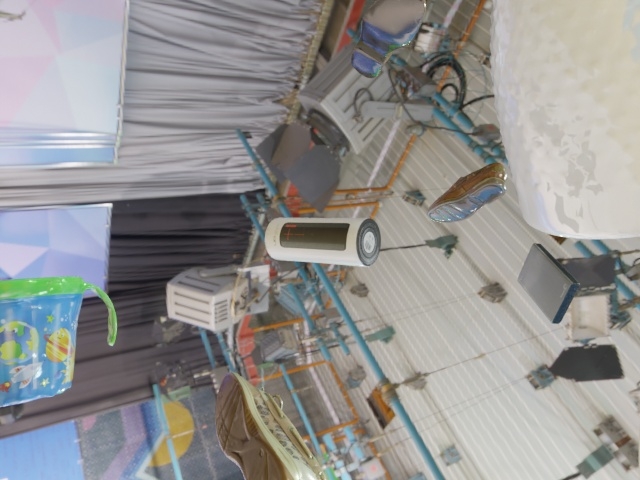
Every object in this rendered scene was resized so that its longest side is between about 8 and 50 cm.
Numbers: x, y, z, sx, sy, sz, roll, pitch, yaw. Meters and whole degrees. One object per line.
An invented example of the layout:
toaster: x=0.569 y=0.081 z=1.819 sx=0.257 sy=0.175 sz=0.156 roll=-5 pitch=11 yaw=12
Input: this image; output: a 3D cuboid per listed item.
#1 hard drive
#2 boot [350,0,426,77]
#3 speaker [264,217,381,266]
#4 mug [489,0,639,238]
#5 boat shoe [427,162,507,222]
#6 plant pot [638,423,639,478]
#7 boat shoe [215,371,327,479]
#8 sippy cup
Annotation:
hard drive: x=0.434 y=0.080 z=0.919 sx=0.135 sy=0.022 sz=0.094 roll=-105 pitch=-159 yaw=-57
boot: x=0.159 y=-0.488 z=1.074 sx=0.115 sy=0.112 sz=0.305 roll=-56 pitch=-172 yaw=-13
speaker: x=0.000 y=0.000 z=0.568 sx=0.136 sy=0.055 sz=0.055 roll=3 pitch=-80 yaw=37
mug: x=0.385 y=-0.226 z=0.557 sx=0.276 sy=0.374 sz=0.328 roll=-124 pitch=-168 yaw=-73
boat shoe: x=0.485 y=-0.153 z=1.584 sx=0.307 sy=0.111 sz=0.104 roll=-27 pitch=-139 yaw=49
plant pot: x=0.523 y=0.198 z=0.558 sx=0.254 sy=0.239 sz=0.254 roll=18 pitch=-39 yaw=15
boat shoe: x=-0.091 y=0.314 z=0.763 sx=0.285 sy=0.089 sz=0.104 roll=39 pitch=-72 yaw=53
sippy cup: x=-0.577 y=0.191 z=0.920 sx=0.240 sy=0.305 sz=0.224 roll=63 pitch=20 yaw=-85
